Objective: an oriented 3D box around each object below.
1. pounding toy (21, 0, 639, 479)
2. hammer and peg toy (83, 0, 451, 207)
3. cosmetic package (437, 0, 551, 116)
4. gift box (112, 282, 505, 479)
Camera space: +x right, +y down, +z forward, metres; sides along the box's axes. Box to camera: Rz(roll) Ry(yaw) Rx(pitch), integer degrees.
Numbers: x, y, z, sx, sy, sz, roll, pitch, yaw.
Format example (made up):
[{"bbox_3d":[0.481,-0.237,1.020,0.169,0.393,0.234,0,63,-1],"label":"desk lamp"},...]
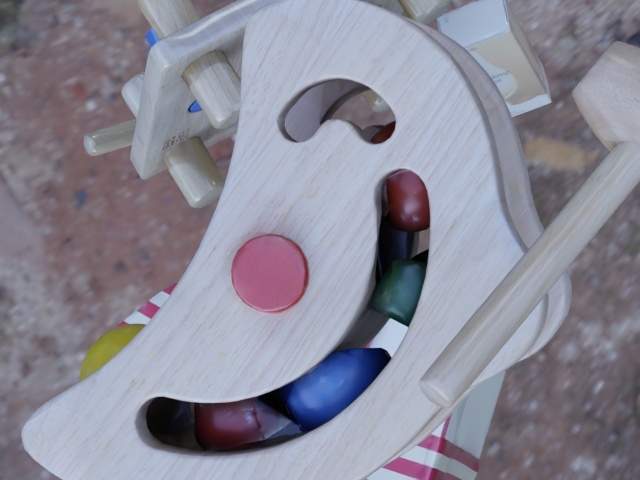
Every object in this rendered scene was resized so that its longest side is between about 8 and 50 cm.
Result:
[{"bbox_3d":[0.000,0.000,0.702,0.269,0.155,0.154,-41,82,12],"label":"pounding toy"},{"bbox_3d":[-0.047,-0.132,1.661,0.127,0.266,0.361,58,162,11],"label":"hammer and peg toy"},{"bbox_3d":[0.143,-0.148,1.635,0.060,0.115,0.041,-20,56,16],"label":"cosmetic package"},{"bbox_3d":[-0.024,0.162,1.539,0.276,0.258,0.255,11,82,13],"label":"gift box"}]
